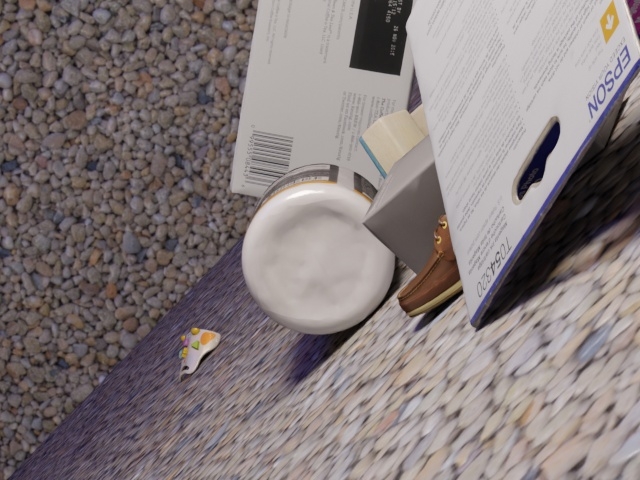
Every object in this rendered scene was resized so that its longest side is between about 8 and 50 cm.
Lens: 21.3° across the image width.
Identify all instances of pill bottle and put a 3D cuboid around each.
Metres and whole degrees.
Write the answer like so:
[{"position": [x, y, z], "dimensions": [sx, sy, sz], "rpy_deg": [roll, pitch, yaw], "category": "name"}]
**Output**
[{"position": [0.000, 0.000, 1.872], "dimensions": [0.162, 0.162, 0.278], "rpy_deg": [-45, 5, 7], "category": "pill bottle"}]

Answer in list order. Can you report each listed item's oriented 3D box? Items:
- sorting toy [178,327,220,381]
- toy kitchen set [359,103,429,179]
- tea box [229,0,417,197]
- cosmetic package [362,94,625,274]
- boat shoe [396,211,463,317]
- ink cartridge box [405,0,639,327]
[{"position": [-0.201, 0.183, 2.662], "dimensions": [0.083, 0.045, 0.075], "rpy_deg": [-38, 29, 54], "category": "sorting toy"}, {"position": [0.112, -0.068, 1.938], "dimensions": [0.207, 0.122, 0.166], "rpy_deg": [-23, -14, -48], "category": "toy kitchen set"}, {"position": [0.018, -0.228, 2.329], "dimensions": [0.323, 0.220, 0.329], "rpy_deg": [-70, -9, -79], "category": "tea box"}, {"position": [0.159, -0.077, 1.568], "dimensions": [0.238, 0.107, 0.127], "rpy_deg": [-39, 12, 33], "category": "cosmetic package"}, {"position": [0.128, -0.005, 1.496], "dimensions": [0.178, 0.060, 0.064], "rpy_deg": [-44, 6, 17], "category": "boat shoe"}, {"position": [0.169, -0.153, 1.314], "dimensions": [0.324, 0.071, 0.330], "rpy_deg": [116, 150, -50], "category": "ink cartridge box"}]
